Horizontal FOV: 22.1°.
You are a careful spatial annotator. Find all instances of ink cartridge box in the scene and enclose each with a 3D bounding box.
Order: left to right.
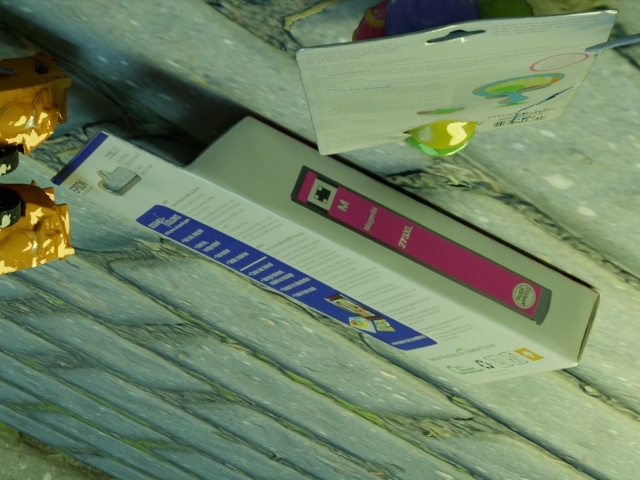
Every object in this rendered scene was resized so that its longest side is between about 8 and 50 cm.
[{"bbox_3d":[0.000,0.000,1.173,0.371,0.069,0.176,24,163,-15],"label":"ink cartridge box"}]

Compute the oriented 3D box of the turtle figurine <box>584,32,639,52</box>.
[{"bbox_3d":[0.236,-0.034,0.711,0.234,0.118,0.175,4,170,19],"label":"turtle figurine"}]

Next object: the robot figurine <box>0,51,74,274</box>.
[{"bbox_3d":[-0.306,-0.030,1.069,0.291,0.211,0.085,-12,-147,-27],"label":"robot figurine"}]

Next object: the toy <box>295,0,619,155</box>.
[{"bbox_3d":[0.059,-0.092,0.802,0.137,0.056,0.237,-8,169,1],"label":"toy"}]
